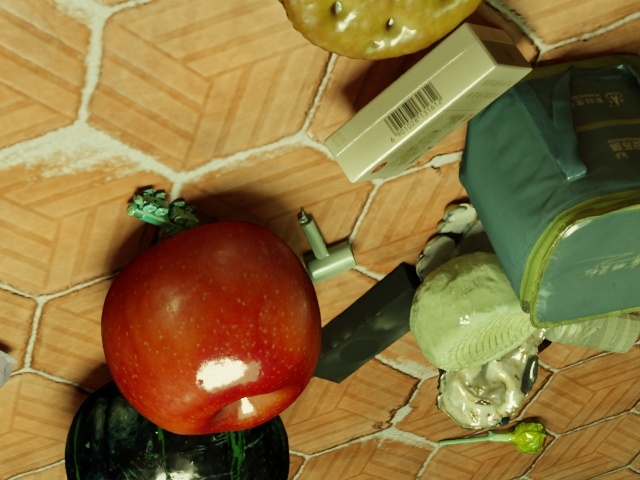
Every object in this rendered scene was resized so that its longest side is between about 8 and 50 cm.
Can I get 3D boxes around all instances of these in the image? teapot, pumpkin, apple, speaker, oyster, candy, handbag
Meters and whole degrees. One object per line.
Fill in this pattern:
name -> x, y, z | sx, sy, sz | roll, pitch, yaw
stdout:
teapot -> 0.387, 0.103, 1.678 | 0.200, 0.077, 0.107 | 11, 110, -35
pumpkin -> -0.194, 0.279, 1.524 | 0.315, 0.238, 0.315 | -4, 159, -2
apple -> -0.118, 0.103, 1.322 | 0.260, 0.216, 0.260 | -16, 154, -8
speaker -> 0.068, 0.119, 1.581 | 0.218, 0.044, 0.082 | -40, 139, 26
oyster -> 0.269, 0.120, 1.597 | 0.128, 0.078, 0.345 | 24, 110, 5
candy -> 0.301, 0.346, 1.982 | 0.194, 0.062, 0.058 | -3, -174, -7
handbag -> 0.306, -0.061, 1.286 | 0.263, 0.241, 0.222 | -9, 138, -17

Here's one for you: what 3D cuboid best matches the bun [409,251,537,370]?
bun -> 0.203, 0.084, 1.475 | 0.195, 0.118, 0.195 | -18, 150, -11

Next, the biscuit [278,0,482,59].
biscuit -> 0.060, -0.264, 1.068 | 0.220, 0.066, 0.220 | -12, 143, -9

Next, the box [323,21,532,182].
box -> 0.116, -0.144, 1.205 | 0.201, 0.058, 0.141 | -39, 169, 25

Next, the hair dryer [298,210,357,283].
hair dryer -> 0.000, 0.000, 1.414 | 0.063, 0.038, 0.124 | -23, 136, 3

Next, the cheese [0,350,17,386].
cheese -> -0.470, 0.184, 1.432 | 0.191, 0.042, 0.105 | -28, 141, 15

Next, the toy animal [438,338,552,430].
toy animal -> 0.274, 0.199, 1.710 | 0.179, 0.116, 0.218 | -32, 126, 14

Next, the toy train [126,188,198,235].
toy train -> -0.180, -0.031, 1.296 | 0.045, 0.029, 0.092 | -33, 144, 31

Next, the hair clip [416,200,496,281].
hair clip -> 0.200, -0.004, 1.481 | 0.116, 0.049, 0.172 | 5, 140, -22
